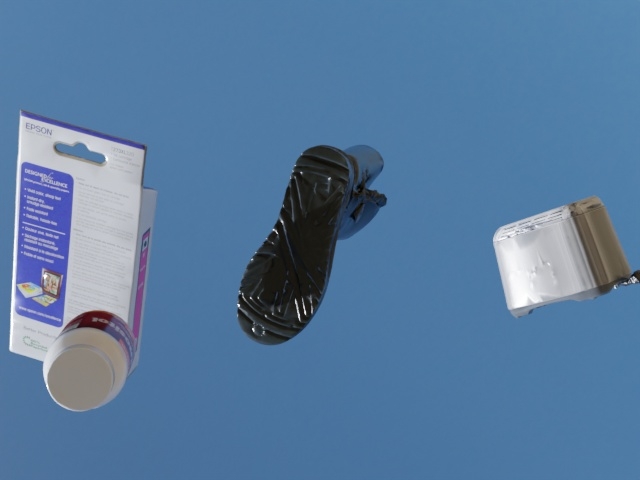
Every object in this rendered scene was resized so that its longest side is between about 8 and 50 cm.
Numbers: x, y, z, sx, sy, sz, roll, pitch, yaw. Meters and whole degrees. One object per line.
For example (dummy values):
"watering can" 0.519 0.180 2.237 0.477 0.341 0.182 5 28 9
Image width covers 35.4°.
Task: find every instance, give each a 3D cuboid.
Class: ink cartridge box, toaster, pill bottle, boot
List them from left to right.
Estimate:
"ink cartridge box" -0.319 0.011 1.343 0.176 0.370 0.069 16 -150 9
"pill bottle" -0.243 0.128 1.057 0.086 0.086 0.152 26 -176 -9
"boot" 0.000 0.000 1.209 0.094 0.246 0.207 22 -172 14
"toaster" 0.374 0.023 1.549 0.129 0.227 0.146 -17 -93 -43
